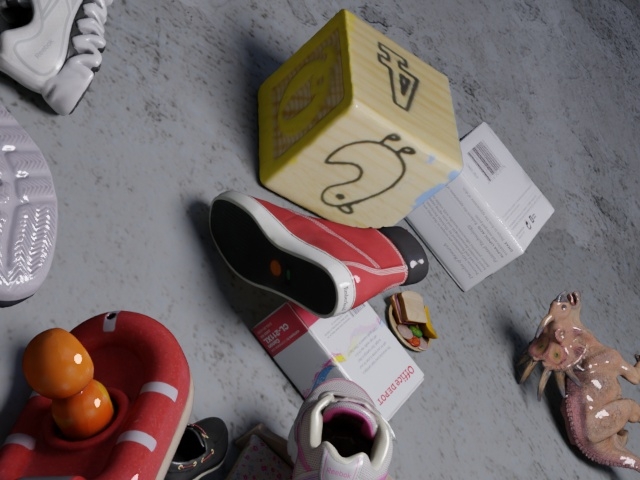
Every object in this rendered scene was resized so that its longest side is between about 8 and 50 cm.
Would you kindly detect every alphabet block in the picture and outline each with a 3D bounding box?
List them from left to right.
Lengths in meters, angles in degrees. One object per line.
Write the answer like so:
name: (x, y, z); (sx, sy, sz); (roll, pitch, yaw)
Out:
alphabet block: (0.049, -0.149, 1.565); (0.197, 0.192, 0.193); (26, 39, -31)

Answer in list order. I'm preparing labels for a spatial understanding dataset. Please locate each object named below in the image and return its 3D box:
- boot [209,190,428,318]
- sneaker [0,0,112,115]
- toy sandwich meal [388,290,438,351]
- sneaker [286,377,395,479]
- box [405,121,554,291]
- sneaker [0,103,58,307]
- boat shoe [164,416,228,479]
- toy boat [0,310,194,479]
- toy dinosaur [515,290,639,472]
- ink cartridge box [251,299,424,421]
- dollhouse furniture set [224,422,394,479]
boot: (0.000, 0.000, 1.365); (0.176, 0.088, 0.244); (-18, 37, -41)
sneaker: (-0.302, -0.277, 1.355); (0.118, 0.110, 0.292); (23, 42, -23)
toy sandwich meal: (0.123, 0.106, 1.557); (0.085, 0.029, 0.085); (30, 39, -29)
sneaker: (0.026, 0.191, 1.126); (0.103, 0.111, 0.252); (16, 22, -5)
box: (0.228, -0.053, 1.746); (0.182, 0.119, 0.181); (52, 34, -1)
sneaker: (-0.344, -0.053, 1.019); (0.124, 0.180, 0.321); (4, 53, -50)
boat shoe: (-0.120, 0.194, 1.103); (0.049, 0.042, 0.133); (22, 20, 16)
toy boat: (-0.205, 0.137, 1.007); (0.231, 0.151, 0.151); (-72, 152, -52)
toy dinosaur: (0.380, 0.222, 1.679); (0.200, 0.127, 0.296); (-7, 77, -44)
ink cartridge box: (0.023, 0.132, 1.375); (0.175, 0.072, 0.127); (52, 33, 1)
dollhouse furniture set: (0.023, 0.255, 1.174); (0.355, 0.174, 0.303); (46, 34, -9)
